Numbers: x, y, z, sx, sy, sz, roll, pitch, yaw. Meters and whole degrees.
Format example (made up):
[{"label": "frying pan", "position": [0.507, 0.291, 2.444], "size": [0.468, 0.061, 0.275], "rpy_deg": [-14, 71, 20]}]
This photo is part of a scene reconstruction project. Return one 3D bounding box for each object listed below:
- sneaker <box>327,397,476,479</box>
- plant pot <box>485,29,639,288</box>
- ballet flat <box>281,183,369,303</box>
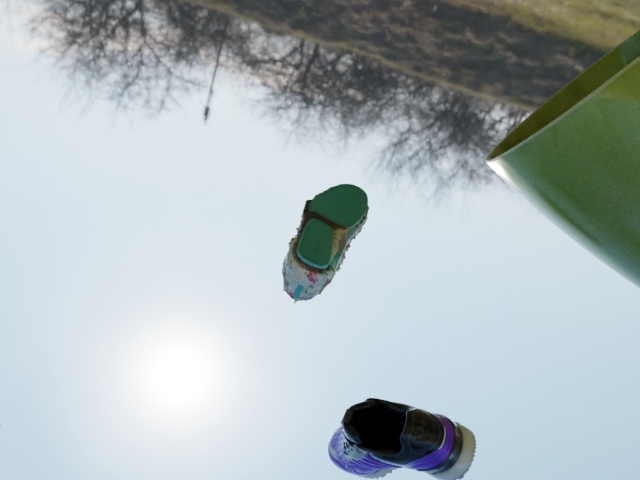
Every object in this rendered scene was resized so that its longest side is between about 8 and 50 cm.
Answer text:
[{"label": "sneaker", "position": [0.078, 0.282, 1.136], "size": [0.146, 0.102, 0.293], "rpy_deg": [29, 151, -26]}, {"label": "plant pot", "position": [0.368, -0.054, 0.781], "size": [0.293, 0.275, 0.275], "rpy_deg": [51, -161, -2]}, {"label": "ballet flat", "position": [0.000, 0.000, 1.040], "size": [0.091, 0.077, 0.241], "rpy_deg": [29, -146, 5]}]
